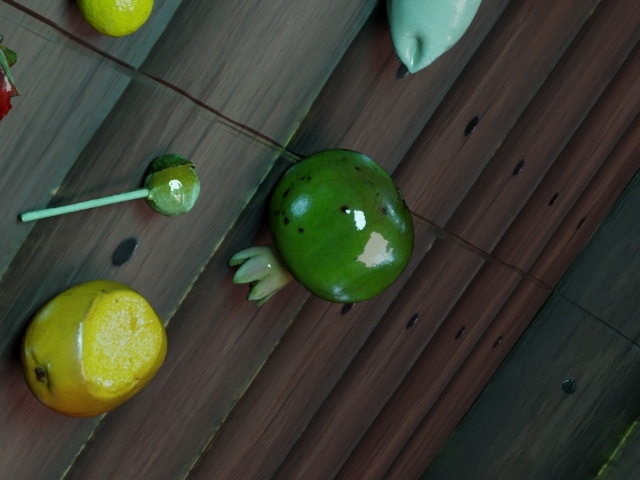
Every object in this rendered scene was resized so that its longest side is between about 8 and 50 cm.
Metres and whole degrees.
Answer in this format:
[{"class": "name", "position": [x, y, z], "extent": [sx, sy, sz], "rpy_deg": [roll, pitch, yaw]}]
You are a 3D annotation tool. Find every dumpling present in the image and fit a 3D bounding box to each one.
[{"class": "dumpling", "position": [0.124, -0.297, 1.314], "extent": [0.104, 0.149, 0.217], "rpy_deg": [-2, 129, -13]}]

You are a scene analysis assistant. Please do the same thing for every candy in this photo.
[{"class": "candy", "position": [-0.195, -0.041, 1.115], "extent": [0.202, 0.061, 0.061], "rpy_deg": [-15, 137, -44]}]

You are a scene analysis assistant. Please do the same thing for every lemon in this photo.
[{"class": "lemon", "position": [-0.161, -0.191, 0.928], "extent": [0.062, 0.062, 0.083], "rpy_deg": [-42, 155, -25]}]

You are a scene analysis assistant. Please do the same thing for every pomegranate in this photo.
[{"class": "pomegranate", "position": [-0.001, -0.002, 1.402], "extent": [0.225, 0.187, 0.187], "rpy_deg": [-32, 161, 13]}]

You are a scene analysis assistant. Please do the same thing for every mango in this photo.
[{"class": "mango", "position": [-0.224, 0.108, 1.200], "extent": [0.217, 0.102, 0.141], "rpy_deg": [13, 88, -69]}]

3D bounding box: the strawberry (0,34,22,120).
[{"class": "strawberry", "position": [-0.290, -0.067, 0.825], "extent": [0.208, 0.087, 0.167], "rpy_deg": [-53, 159, 4]}]
